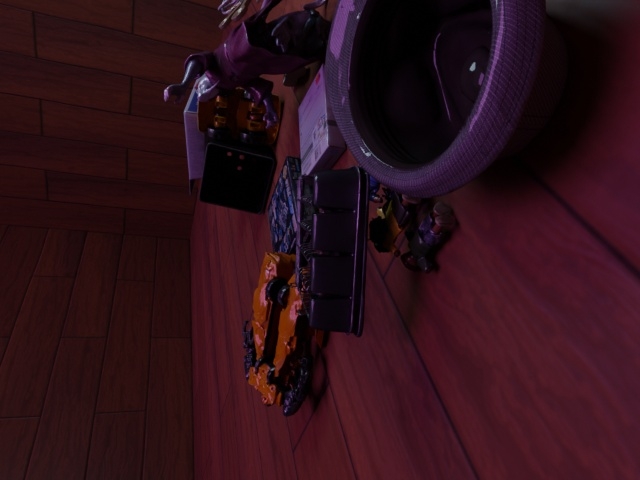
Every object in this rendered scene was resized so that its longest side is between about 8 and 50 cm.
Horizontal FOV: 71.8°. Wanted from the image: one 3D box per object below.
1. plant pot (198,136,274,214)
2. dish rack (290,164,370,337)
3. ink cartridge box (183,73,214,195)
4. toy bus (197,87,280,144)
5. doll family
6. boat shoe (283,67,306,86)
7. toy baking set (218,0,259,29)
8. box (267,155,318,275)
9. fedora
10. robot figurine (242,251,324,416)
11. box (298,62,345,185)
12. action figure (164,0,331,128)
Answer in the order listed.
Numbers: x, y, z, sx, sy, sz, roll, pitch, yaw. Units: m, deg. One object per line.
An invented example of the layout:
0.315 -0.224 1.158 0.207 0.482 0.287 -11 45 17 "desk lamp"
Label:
-0.243 -0.216 1.313 0.167 0.187 0.188 -94 20 -54 "plant pot"
0.000 0.000 0.632 0.271 0.074 0.208 -142 54 -79 "dish rack"
-0.378 -0.371 1.465 0.330 0.071 0.324 103 171 -48 "ink cartridge box"
-0.235 -0.377 1.275 0.211 0.220 0.150 -112 30 -63 "toy bus"
0.089 -0.043 0.557 0.111 0.075 0.193 112 159 -46 "doll family"
-0.064 -0.410 1.069 0.125 0.046 0.038 179 91 -77 "boat shoe"
-0.131 -0.504 0.864 0.196 0.030 0.256 -34 37 18 "toy baking set"
-0.064 -0.048 0.971 0.175 0.051 0.220 117 150 -44 "box"
0.121 -0.168 0.422 0.275 0.124 0.244 57 140 46 "fedora"
-0.067 0.179 0.843 0.211 0.085 0.291 22 107 48 "robot figurine"
-0.002 -0.224 0.871 0.145 0.038 0.186 135 134 -59 "box"
-0.177 -0.405 0.956 0.370 0.248 0.276 -6 78 44 "action figure"
